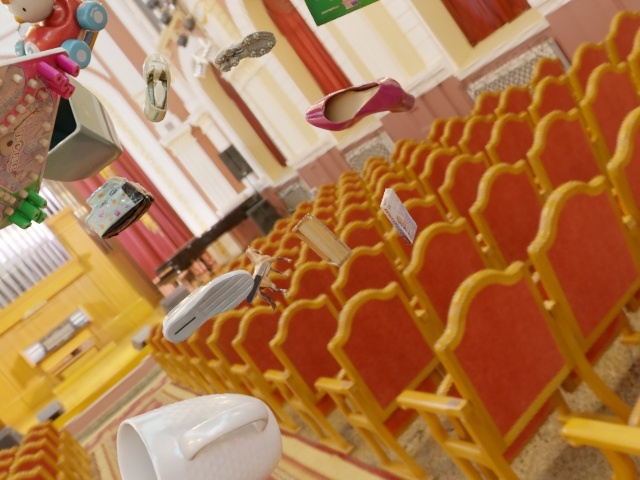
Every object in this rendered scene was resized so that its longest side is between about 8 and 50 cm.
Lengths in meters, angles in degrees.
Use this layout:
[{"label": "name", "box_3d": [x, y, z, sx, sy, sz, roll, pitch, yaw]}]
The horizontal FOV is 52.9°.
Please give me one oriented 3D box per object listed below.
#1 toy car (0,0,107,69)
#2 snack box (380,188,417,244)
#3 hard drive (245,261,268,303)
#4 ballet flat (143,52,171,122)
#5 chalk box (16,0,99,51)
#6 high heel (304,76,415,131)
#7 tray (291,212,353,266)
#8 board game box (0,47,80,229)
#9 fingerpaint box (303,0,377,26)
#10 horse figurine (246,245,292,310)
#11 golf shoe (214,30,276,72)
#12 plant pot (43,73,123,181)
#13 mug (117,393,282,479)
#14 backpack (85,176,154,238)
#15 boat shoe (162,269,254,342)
[{"label": "toy car", "box_3d": [-0.700, -0.555, 1.576, 0.219, 0.238, 0.210, 14, 79, 29]}, {"label": "snack box", "box_3d": [0.222, -0.066, 1.806, 0.022, 0.178, 0.064, -3, 52, 35]}, {"label": "hard drive", "box_3d": [-0.193, 0.127, 1.958, 0.135, 0.022, 0.094, -79, 11, -75]}, {"label": "ballet flat", "box_3d": [-0.490, -0.475, 1.938, 0.086, 0.248, 0.086, -6, -19, -2]}, {"label": "chalk box", "box_3d": [-0.847, -0.750, 2.130, 0.179, 0.180, 0.289, -8, -37, -52]}, {"label": "high heel", "box_3d": [0.074, -0.408, 1.872, 0.378, 0.127, 0.181, -7, -9, 35]}, {"label": "tray", "box_3d": [0.000, 0.000, 2.326, 0.076, 0.203, 0.411, -48, 3, -5]}, {"label": "board game box", "box_3d": [-0.578, -0.104, 1.061, 0.389, 0.050, 0.390, -60, -8, 35]}, {"label": "fingerpaint box", "box_3d": [0.144, -0.772, 1.585, 0.445, 0.163, 0.370, -19, 52, 13]}, {"label": "horse figurine", "box_3d": [-0.194, 0.130, 2.373, 0.263, 0.175, 0.066, -89, 24, -43]}, {"label": "golf shoe", "box_3d": [-0.206, -0.514, 1.714, 0.176, 0.069, 0.086, -25, 33, -7]}, {"label": "plant pot", "box_3d": [-0.772, -0.327, 2.020, 0.248, 0.247, 0.252, -33, -26, 16]}, {"label": "mug", "box_3d": [-0.250, 0.475, 1.477, 0.328, 0.276, 0.374, -12, -29, -35]}, {"label": "backpack", "box_3d": [-0.615, -0.097, 1.928, 0.188, 0.144, 0.166, -49, 4, 2]}, {"label": "boat shoe", "box_3d": [-0.254, 0.129, 1.410, 0.226, 0.083, 0.076, -33, 32, -10]}]
